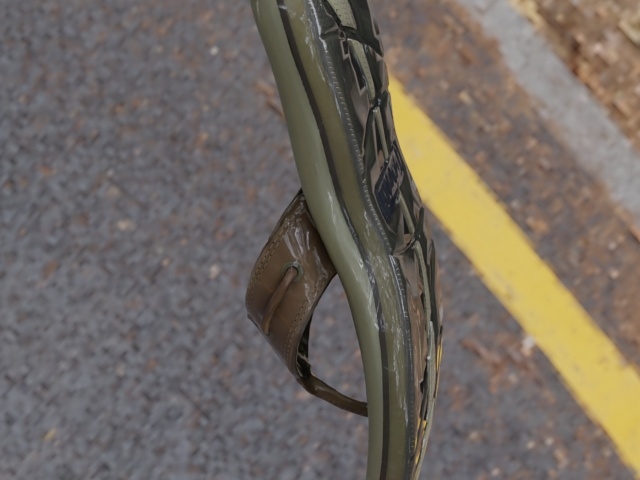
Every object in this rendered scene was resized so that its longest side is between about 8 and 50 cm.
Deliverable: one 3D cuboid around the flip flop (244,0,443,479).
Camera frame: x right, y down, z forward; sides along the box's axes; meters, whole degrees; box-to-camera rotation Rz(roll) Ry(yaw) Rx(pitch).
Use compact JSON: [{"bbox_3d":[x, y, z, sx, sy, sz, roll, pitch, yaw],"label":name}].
[{"bbox_3d":[0.000,0.000,0.801,0.112,0.080,0.277,-65,143,-65],"label":"flip flop"}]
